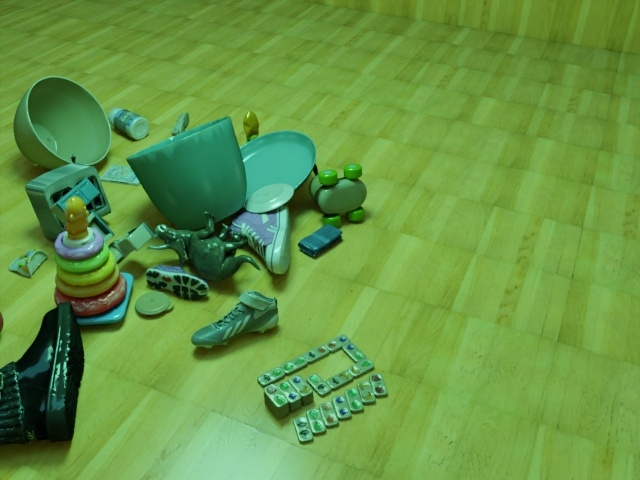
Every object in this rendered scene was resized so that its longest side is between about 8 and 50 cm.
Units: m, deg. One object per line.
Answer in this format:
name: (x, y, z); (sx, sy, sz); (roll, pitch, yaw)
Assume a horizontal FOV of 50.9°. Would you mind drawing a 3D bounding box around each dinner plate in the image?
dinner plate: (-0.141, -0.121, 1.824); (0.141, 0.017, 0.141); (-15, 31, 9)

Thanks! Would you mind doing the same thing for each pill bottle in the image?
pill bottle: (-0.648, -0.396, 2.267); (0.137, 0.078, 0.078); (27, 43, 31)

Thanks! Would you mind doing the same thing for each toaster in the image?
toaster: (-0.668, -0.113, 1.787); (0.110, 0.186, 0.168); (9, 33, 39)

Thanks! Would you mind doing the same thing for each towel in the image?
towel: (0.000, 0.000, 1.794); (0.067, 0.029, 0.119); (29, 45, 32)

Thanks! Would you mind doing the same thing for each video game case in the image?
video game case: (-0.598, -0.201, 2.060); (0.121, 0.011, 0.087); (8, 37, 8)

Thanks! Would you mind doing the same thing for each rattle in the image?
rattle: (-0.179, -0.297, 2.106); (0.130, 0.143, 0.200); (10, 27, -20)

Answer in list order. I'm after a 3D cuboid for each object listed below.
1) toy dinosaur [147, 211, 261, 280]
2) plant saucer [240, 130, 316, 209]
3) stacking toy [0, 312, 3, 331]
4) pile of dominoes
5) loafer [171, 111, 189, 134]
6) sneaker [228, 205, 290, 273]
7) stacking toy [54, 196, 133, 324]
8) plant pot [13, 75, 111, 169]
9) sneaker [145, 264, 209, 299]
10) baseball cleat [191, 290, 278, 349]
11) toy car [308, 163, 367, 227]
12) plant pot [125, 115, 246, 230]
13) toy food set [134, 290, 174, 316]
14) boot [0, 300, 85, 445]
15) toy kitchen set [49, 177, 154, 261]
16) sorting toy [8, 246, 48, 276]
toy dinosaur: (-0.262, 0.034, 1.667); (0.313, 0.121, 0.160); (30, 83, 25)
plant saucer: (-0.154, -0.200, 1.969); (0.317, 0.044, 0.318); (-14, 46, 15)
stacking toy: (-0.834, 0.125, 1.526); (0.330, 0.141, 0.141); (35, 47, 29)
pile of dominoes: (0.008, 0.290, 1.393); (0.251, 0.040, 0.196); (-23, 43, -28)
loafer: (-0.483, -0.403, 2.314); (0.039, 0.045, 0.125); (-2, 39, 6)
sneaker: (-0.159, 0.005, 1.736); (0.160, 0.102, 0.282); (-4, 27, 0)
stacking toy: (-0.528, 0.033, 1.500); (0.165, 0.302, 0.175); (-1, 37, -3)
plant pot: (-0.814, -0.328, 2.048); (0.190, 0.284, 0.284); (-21, 25, 32)
sneaker: (-0.340, 0.089, 1.633); (0.169, 0.068, 0.071); (16, 31, 19)
baseball cleat: (-0.192, 0.168, 1.492); (0.205, 0.110, 0.072); (-14, 25, -28)
toy car: (0.029, -0.147, 1.909); (0.148, 0.155, 0.188); (-16, 27, -22)
plant pot: (-0.329, -0.166, 1.790); (0.292, 0.235, 0.293); (-21, 15, 6)
toy food set: (-0.394, 0.149, 1.585); (0.083, 0.020, 0.082); (-30, 46, -35)
boot: (-0.618, 0.262, 1.330); (0.260, 0.131, 0.348); (-5, 37, -9)
toy kitchen set: (-0.529, -0.063, 1.683); (0.166, 0.207, 0.122); (-23, 23, 40)
sorting toy: (-0.744, 0.053, 1.695); (0.075, 0.045, 0.083); (-9, 33, 19)
